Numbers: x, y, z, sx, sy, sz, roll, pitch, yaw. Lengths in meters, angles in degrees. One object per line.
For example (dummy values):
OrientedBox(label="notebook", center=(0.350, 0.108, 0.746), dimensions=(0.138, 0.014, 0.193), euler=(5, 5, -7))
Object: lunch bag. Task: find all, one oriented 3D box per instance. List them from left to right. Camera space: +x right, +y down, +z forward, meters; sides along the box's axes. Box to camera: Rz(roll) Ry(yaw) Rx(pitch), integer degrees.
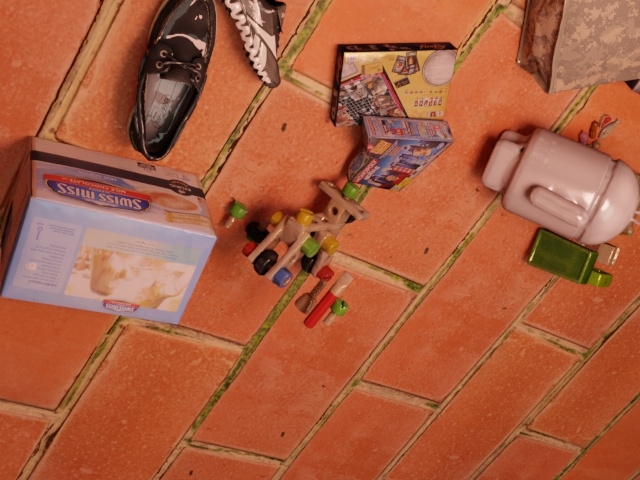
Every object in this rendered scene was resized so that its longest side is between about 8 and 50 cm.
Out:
OrientedBox(label="lunch bag", center=(0.540, -0.460, 1.599), dimensions=(0.235, 0.169, 0.287), euler=(-11, 132, -12))

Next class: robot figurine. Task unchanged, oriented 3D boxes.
OrientedBox(label="robot figurine", center=(0.537, -0.117, 1.768), dimensions=(0.353, 0.300, 0.199), euler=(25, 124, 10))

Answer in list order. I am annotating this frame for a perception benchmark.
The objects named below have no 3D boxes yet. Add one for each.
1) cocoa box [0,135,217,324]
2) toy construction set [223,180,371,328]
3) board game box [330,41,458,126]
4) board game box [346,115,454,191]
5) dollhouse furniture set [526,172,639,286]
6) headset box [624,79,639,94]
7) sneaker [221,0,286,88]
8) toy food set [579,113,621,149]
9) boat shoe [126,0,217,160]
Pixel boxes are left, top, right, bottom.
OrientedBox(label="cocoa box", center=(-0.410, -0.014, 1.544), dimensions=(0.347, 0.228, 0.231), euler=(13, 120, -27))
OrientedBox(label="toy construction set", center=(0.000, 0.000, 1.665), dimensions=(0.257, 0.309, 0.237), euler=(22, 115, -40))
OrientedBox(label="board game box", center=(0.147, -0.317, 1.642), dimensions=(0.243, 0.042, 0.165), euler=(-5, 126, -17))
OrientedBox(label="board game box", center=(0.143, -0.191, 1.694), dimensions=(0.194, 0.060, 0.194), euler=(9, 144, -34))
OrientedBox(label="dollhouse furniture set", center=(0.676, -0.049, 2.019), dimensions=(0.198, 0.151, 0.301), euler=(5, 107, -47))
OrientedBox(label="headset box", center=(0.815, -0.390, 1.747), dimensions=(0.293, 0.110, 0.218), euler=(21, 119, -12))
OrientedBox(label="sneaker", center=(-0.102, -0.387, 1.477), dimensions=(0.106, 0.078, 0.234), euler=(-24, 127, 1))
OrientedBox(label="toy food set", center=(0.644, -0.247, 1.888), dimensions=(0.078, 0.019, 0.122), euler=(29, 111, -34))
OrientedBox(label="boat shoe", center=(-0.268, -0.293, 1.464), dimensions=(0.127, 0.113, 0.340), euler=(17, 118, -29))
